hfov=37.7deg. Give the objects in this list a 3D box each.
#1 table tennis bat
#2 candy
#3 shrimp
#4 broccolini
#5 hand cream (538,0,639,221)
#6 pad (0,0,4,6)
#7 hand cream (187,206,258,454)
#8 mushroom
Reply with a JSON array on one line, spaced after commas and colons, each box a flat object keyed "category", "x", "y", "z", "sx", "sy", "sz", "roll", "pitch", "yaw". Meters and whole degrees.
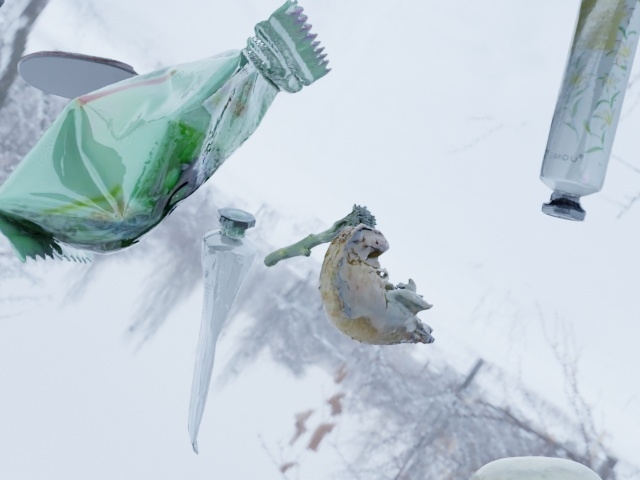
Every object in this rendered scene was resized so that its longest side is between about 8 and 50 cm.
[{"category": "table tennis bat", "x": -0.315, "y": -0.242, "z": 1.456, "sx": 0.301, "sy": 0.022, "sz": 0.173, "roll": 7, "pitch": 165, "yaw": -11}, {"category": "candy", "x": -0.166, "y": -0.119, "z": 1.053, "sx": 0.172, "sy": 0.397, "sz": 0.263, "roll": 60, "pitch": -173, "yaw": -2}, {"category": "shrimp", "x": 0.086, "y": 0.059, "z": 1.000, "sx": 0.066, "sy": 0.117, "sz": 0.262, "roll": 17, "pitch": 179, "yaw": 33}, {"category": "broccolini", "x": -0.001, "y": -0.002, "z": 1.572, "sx": 0.216, "sy": 0.058, "sz": 0.067, "roll": -22, "pitch": 117, "yaw": 33}, {"category": "hand cream", "x": 0.182, "y": -0.110, "z": 0.627, "sx": 0.042, "sy": 0.195, "sz": 0.067, "roll": 12, "pitch": 180, "yaw": -24}, {"category": "pad", "x": -0.601, "y": -0.367, "z": 1.513, "sx": 0.112, "sy": 0.157, "sz": 0.003, "roll": 33, "pitch": -154, "yaw": -38}, {"category": "hand cream", "x": -0.146, "y": 0.119, "z": 1.270, "sx": 0.076, "sy": 0.336, "sz": 0.121, "roll": 10, "pitch": -161, "yaw": -10}, {"category": "mushroom", "x": 0.342, "y": 0.448, "z": 1.492, "sx": 0.246, "sy": 0.202, "sz": 0.246, "roll": 5, "pitch": 167, "yaw": 1}]
